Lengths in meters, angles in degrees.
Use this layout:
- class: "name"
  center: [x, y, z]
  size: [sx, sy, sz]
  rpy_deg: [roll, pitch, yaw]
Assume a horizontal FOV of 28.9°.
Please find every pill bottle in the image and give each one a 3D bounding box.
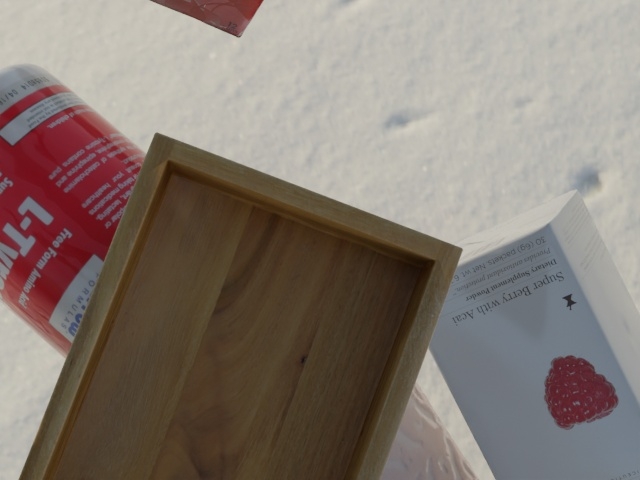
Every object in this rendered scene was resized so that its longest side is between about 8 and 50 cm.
- class: "pill bottle"
  center: [-0.237, 0.012, 1.354]
  size: [0.408, 0.229, 0.229]
  rpy_deg: [39, 69, 8]

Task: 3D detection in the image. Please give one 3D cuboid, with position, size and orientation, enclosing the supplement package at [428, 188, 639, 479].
- class: "supplement package"
  center: [0.242, 0.125, 1.295]
  size: [0.178, 0.292, 0.175]
  rpy_deg: [-26, 3, 24]

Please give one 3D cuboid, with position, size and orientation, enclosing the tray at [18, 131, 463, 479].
- class: "tray"
  center: [-0.080, 0.163, 0.769]
  size: [0.203, 0.076, 0.410]
  rpy_deg: [21, 84, -2]

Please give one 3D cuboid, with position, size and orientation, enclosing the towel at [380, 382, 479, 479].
- class: "towel"
  center: [0.092, 0.326, 1.267]
  size: [0.053, 0.331, 0.317]
  rpy_deg: [-27, 8, 36]

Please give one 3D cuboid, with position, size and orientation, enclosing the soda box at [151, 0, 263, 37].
- class: "soda box"
  center: [-0.155, -0.251, 0.915]
  size: [0.263, 0.092, 0.083]
  rpy_deg: [20, 60, -16]
